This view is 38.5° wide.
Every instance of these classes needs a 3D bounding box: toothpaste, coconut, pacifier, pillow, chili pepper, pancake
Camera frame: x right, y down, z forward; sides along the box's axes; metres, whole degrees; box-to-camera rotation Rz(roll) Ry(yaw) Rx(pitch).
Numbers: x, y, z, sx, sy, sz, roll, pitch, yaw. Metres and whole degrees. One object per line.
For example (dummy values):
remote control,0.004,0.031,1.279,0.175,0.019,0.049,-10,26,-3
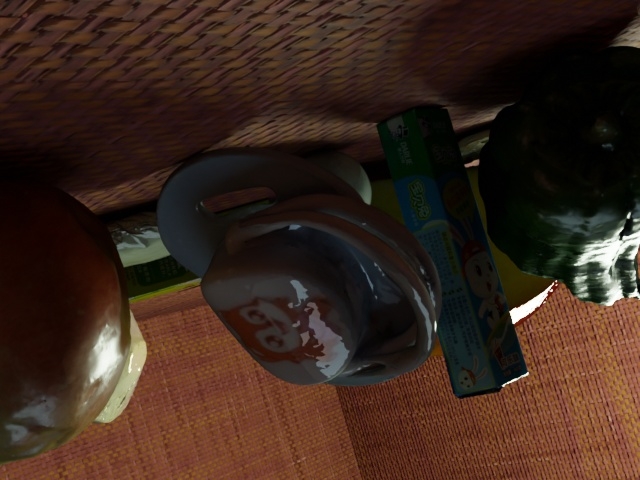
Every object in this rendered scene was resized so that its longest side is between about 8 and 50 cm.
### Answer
toothpaste,-0.208,0.031,1.174,0.328,0.077,0.110,-16,174,-3
coconut,-0.421,0.202,1.598,0.245,0.233,0.233,-10,178,21
pacifier,0.000,0.000,0.858,0.244,0.299,0.233,-15,-143,28
pillow,-0.229,0.007,0.971,0.229,0.050,0.128,-17,168,-5
toothpaste,0.122,0.010,0.853,0.050,0.266,0.065,-20,173,41
chili pepper,0.236,-0.052,0.881,0.168,0.213,0.385,4,169,13
pancake,0.203,-0.119,1.119,0.152,0.025,0.151,-15,175,-1

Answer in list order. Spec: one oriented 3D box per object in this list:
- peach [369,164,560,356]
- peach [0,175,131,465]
peach,0.149,0.032,1.218,0.381,0.242,0.306,-14,171,-34
peach,-0.241,0.051,0.663,0.214,0.214,0.235,-16,-167,1
